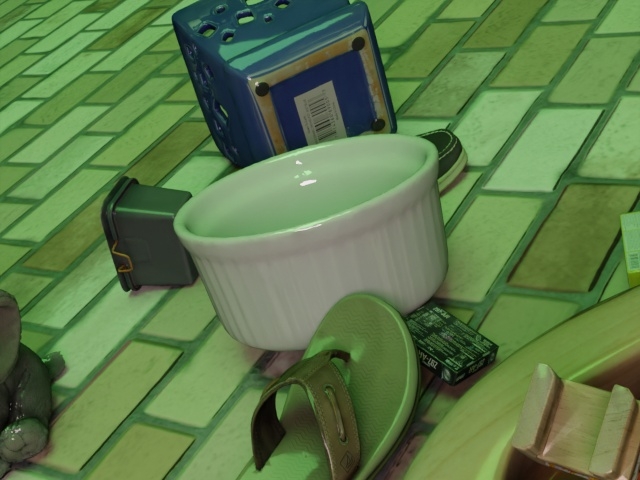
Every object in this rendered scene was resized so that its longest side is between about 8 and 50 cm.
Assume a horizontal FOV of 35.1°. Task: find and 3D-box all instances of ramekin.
[{"bbox_3d":[0.000,0.000,1.045,0.277,0.135,0.277,-15,19,5],"label":"ramekin"}]

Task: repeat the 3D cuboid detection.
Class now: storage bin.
[{"bbox_3d":[-0.197,-0.002,1.213,0.091,0.135,0.098,3,37,17],"label":"storage bin"}]

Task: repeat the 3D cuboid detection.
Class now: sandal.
[{"bbox_3d":[-0.010,0.164,0.831,0.120,0.086,0.303,11,54,31],"label":"sandal"}]

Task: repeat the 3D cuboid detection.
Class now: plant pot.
[{"bbox_3d":[-0.036,-0.217,1.363,0.236,0.236,0.212,-26,39,-11],"label":"plant pot"}]

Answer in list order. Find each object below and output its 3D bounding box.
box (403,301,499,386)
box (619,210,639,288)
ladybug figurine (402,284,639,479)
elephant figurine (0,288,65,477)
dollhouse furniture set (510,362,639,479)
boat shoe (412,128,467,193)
[{"bbox_3d":[0.114,0.095,0.945,0.083,0.018,0.067,34,39,31],"label":"box"},{"bbox_3d":[0.381,0.002,0.959,0.179,0.043,0.105,-11,32,19],"label":"box"},{"bbox_3d":[0.252,0.172,0.621,0.449,0.162,0.305,-24,48,-5],"label":"ladybug figurine"},{"bbox_3d":[-0.371,0.117,1.013,0.169,0.239,0.186,-25,32,-8],"label":"elephant figurine"},{"bbox_3d":[0.222,0.115,0.508,0.212,0.161,0.242,15,78,26],"label":"dollhouse furniture set"},{"bbox_3d":[0.043,-0.074,1.217,0.285,0.092,0.103,-24,31,-6],"label":"boat shoe"}]
